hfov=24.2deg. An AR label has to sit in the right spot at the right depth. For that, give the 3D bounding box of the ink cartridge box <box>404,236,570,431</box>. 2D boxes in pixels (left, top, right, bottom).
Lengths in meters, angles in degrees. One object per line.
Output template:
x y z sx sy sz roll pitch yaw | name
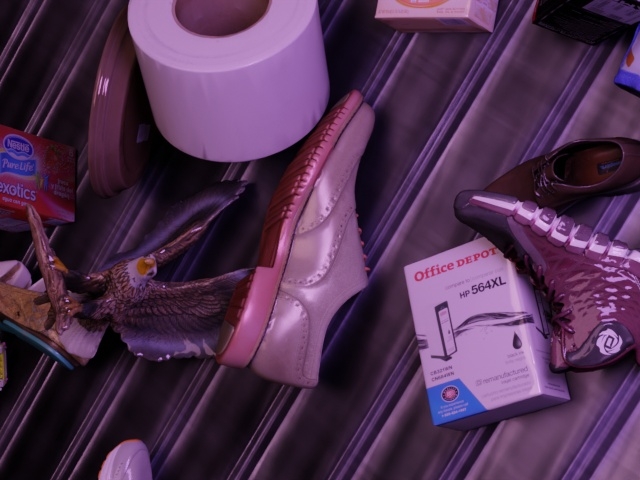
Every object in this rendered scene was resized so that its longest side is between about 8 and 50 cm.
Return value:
0.194 0.108 1.768 0.148 0.086 0.203 -22 68 29 | ink cartridge box

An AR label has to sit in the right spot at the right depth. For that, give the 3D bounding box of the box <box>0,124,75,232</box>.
-0.490 -0.096 2.187 0.128 0.257 0.123 -10 75 33 | box

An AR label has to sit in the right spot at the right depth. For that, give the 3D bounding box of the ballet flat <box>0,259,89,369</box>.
-0.447 0.089 2.216 0.348 0.123 0.123 19 91 37 | ballet flat

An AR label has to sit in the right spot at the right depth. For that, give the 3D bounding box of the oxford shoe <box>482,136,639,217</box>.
0.271 -0.075 1.751 0.227 0.096 0.083 -23 69 31 | oxford shoe

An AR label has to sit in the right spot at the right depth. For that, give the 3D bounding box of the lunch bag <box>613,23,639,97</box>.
0.531 -0.224 1.520 0.385 0.239 0.328 29 97 28 | lunch bag

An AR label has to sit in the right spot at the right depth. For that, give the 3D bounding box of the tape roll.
-0.115 -0.246 1.947 0.246 0.169 0.246 -4 50 4 | tape roll

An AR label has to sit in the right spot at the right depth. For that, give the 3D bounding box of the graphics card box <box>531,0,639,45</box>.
0.332 -0.347 1.622 0.094 0.371 0.233 21 91 0 | graphics card box

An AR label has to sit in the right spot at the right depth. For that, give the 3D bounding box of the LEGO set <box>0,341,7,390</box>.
-0.537 0.158 2.196 0.107 0.287 0.132 12 48 16 | LEGO set

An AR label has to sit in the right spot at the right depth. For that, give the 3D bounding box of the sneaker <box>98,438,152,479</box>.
-0.227 0.397 2.001 0.121 0.099 0.262 -4 84 27 | sneaker

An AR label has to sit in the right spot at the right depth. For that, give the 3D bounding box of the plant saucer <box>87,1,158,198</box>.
-0.261 -0.191 2.067 0.041 0.278 0.278 11 85 5 | plant saucer

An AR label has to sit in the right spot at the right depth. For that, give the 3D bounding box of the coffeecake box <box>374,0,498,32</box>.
0.160 -0.364 1.911 0.142 0.068 0.185 6 82 37 | coffeecake box

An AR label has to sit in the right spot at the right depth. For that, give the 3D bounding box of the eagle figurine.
-0.226 0.051 2.013 0.225 0.298 0.226 -148 53 -61 | eagle figurine

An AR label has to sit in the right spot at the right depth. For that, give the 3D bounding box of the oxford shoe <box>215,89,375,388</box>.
0.000 0.000 1.924 0.397 0.146 0.140 -67 11 -10 | oxford shoe

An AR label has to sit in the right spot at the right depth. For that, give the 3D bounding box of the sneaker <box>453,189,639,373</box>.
0.257 0.058 1.665 0.281 0.106 0.162 23 87 11 | sneaker
